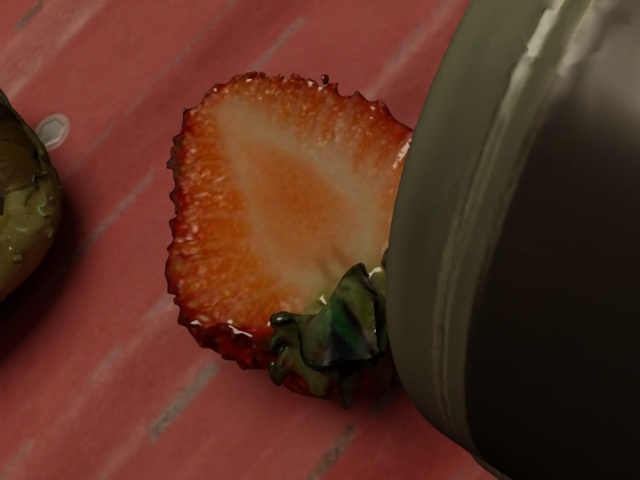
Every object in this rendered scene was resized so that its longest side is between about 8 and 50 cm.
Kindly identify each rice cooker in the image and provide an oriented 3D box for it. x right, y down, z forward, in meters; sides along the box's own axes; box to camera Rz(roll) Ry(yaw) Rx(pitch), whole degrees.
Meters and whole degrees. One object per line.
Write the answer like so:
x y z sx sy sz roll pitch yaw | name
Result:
0.209 0.000 0.430 0.325 0.335 0.335 28 77 32 | rice cooker

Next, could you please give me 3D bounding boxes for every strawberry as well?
0.000 0.000 0.642 0.188 0.106 0.286 -36 42 3 | strawberry

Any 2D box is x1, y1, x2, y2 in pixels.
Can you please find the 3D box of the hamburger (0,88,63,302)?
-0.327 0.003 0.766 0.285 0.134 0.265 -43 58 6 | hamburger
